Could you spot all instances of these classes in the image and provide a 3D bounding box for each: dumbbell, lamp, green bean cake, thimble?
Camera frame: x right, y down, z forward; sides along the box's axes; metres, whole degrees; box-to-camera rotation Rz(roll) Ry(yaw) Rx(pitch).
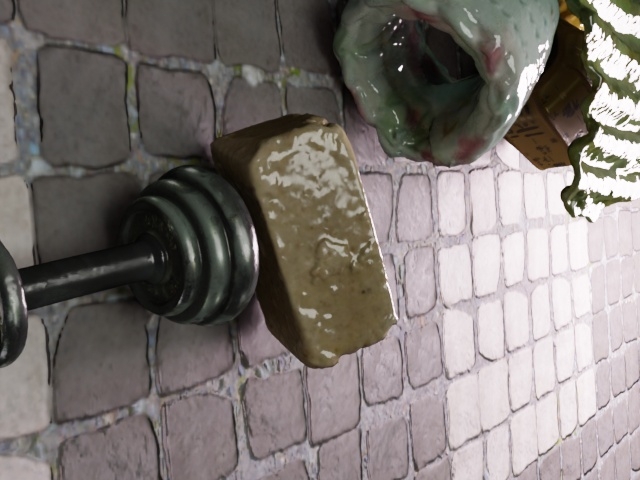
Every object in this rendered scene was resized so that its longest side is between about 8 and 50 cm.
[{"bbox_3d":[-0.143,0.021,0.451,0.254,0.110,0.110,-16,101,-44],"label":"dumbbell"},{"bbox_3d":[0.284,-0.181,0.949,0.185,0.161,0.161,33,63,-47],"label":"lamp"},{"bbox_3d":[-0.013,-0.003,0.585,0.085,0.109,0.179,-21,106,-17],"label":"green bean cake"},{"bbox_3d":[0.118,-0.179,0.727,0.149,0.185,0.211,-55,163,-35],"label":"thimble"}]

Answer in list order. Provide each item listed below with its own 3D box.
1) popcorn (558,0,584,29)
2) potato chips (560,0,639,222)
[{"bbox_3d":[0.326,-0.383,0.984,0.250,0.190,0.250,15,72,-54],"label":"popcorn"},{"bbox_3d":[0.371,-0.227,0.847,0.389,0.097,0.373,-28,116,-32],"label":"potato chips"}]
